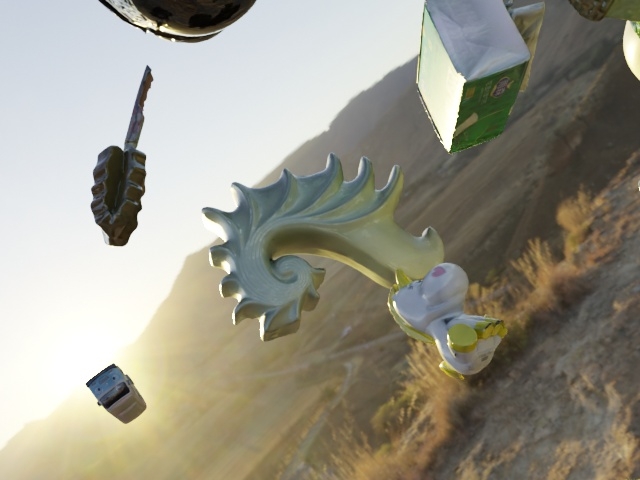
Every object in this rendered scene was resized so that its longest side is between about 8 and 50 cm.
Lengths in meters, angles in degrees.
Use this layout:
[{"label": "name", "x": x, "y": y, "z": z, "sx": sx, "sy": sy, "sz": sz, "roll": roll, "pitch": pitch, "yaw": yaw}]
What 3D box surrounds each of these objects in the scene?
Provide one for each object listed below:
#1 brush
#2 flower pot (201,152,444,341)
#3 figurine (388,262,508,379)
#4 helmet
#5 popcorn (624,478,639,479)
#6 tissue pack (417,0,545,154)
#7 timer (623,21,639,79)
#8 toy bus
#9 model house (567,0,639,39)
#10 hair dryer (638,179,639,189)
[{"label": "brush", "x": -0.279, "y": -0.136, "z": 0.951, "sx": 0.084, "sy": 0.071, "sz": 0.301, "roll": 110, "pitch": 164, "yaw": -61}, {"label": "flower pot", "x": 0.000, "y": 0.000, "z": 1.093, "sx": 0.367, "sy": 0.254, "sz": 0.164, "roll": -19, "pitch": -15, "yaw": -10}, {"label": "figurine", "x": 0.159, "y": 0.100, "z": 0.876, "sx": 0.109, "sy": 0.178, "sz": 0.130, "roll": -19, "pitch": -28, "yaw": -42}, {"label": "helmet", "x": -0.146, "y": -0.342, "z": 0.758, "sx": 0.160, "sy": 0.279, "sz": 0.230, "roll": 31, "pitch": 81, "yaw": 42}, {"label": "popcorn", "x": 0.521, "y": 0.457, "z": 0.957, "sx": 0.256, "sy": 0.255, "sz": 0.195, "roll": -62, "pitch": 16, "yaw": 0}, {"label": "tissue pack", "x": 0.233, "y": -0.252, "z": 0.935, "sx": 0.156, "sy": 0.148, "sz": 0.209, "roll": -22, "pitch": -20, "yaw": -1}, {"label": "timer", "x": 0.558, "y": -0.315, "z": 0.928, "sx": 0.240, "sy": 0.233, "sz": 0.233, "roll": -68, "pitch": 11, "yaw": -19}, {"label": "toy bus", "x": -0.333, "y": 0.257, "z": 1.080, "sx": 0.060, "sy": 0.075, "sz": 0.123, "roll": -37, "pitch": -20, "yaw": -17}, {"label": "model house", "x": 0.349, "y": -0.359, "z": 0.785, "sx": 0.195, "sy": 0.189, "sz": 0.214, "roll": 111, "pitch": 156, "yaw": -50}, {"label": "hair dryer", "x": 0.587, "y": -0.059, "z": 0.848, "sx": 0.092, "sy": 0.267, "sz": 0.229, "roll": -12, "pitch": -34, "yaw": -46}]
